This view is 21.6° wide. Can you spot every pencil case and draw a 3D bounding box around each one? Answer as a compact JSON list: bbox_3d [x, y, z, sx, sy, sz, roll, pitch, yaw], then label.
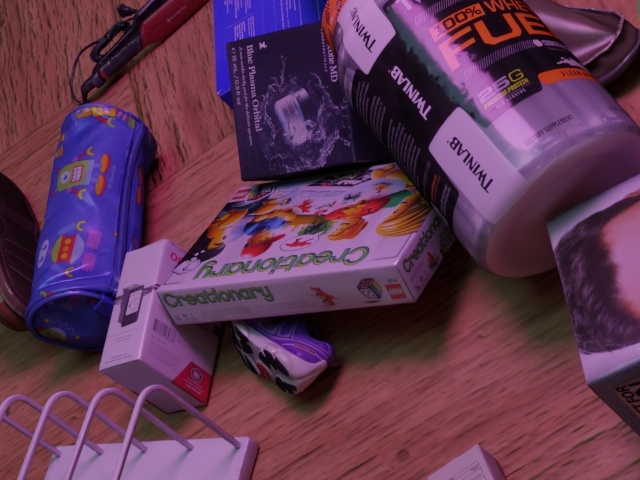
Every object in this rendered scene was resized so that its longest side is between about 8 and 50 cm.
[{"bbox_3d":[-0.259,-0.017,1.943,0.133,0.119,0.306,-21,47,29],"label":"pencil case"}]

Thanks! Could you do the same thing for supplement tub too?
[{"bbox_3d":[0.144,-0.134,1.581,0.193,0.193,0.316,-41,60,7],"label":"supplement tub"}]

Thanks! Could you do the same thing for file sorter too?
[{"bbox_3d":[-0.240,0.259,1.675,0.278,0.173,0.192,-8,54,37],"label":"file sorter"}]

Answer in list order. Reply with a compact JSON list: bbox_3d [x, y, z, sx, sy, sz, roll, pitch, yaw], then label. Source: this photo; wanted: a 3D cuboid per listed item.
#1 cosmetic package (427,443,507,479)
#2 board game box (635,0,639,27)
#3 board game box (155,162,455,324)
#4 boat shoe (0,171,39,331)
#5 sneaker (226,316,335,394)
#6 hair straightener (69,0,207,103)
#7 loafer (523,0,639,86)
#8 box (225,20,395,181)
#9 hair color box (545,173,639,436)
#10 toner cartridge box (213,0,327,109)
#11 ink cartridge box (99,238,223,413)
[{"bbox_3d":[0.143,0.242,1.463,0.060,0.041,0.115,-35,42,14],"label":"cosmetic package"},{"bbox_3d":[0.360,-0.187,1.610,0.092,0.043,0.181,-21,48,26],"label":"board game box"},{"bbox_3d":[0.000,0.000,1.713,0.305,0.053,0.193,-8,32,36],"label":"board game box"},{"bbox_3d":[-0.394,0.032,2.041,0.104,0.111,0.307,-43,31,11],"label":"boat shoe"},{"bbox_3d":[-0.041,0.104,1.724,0.071,0.068,0.170,-30,34,-21],"label":"sneaker"},{"bbox_3d":[-0.246,-0.269,2.194,0.230,0.047,0.089,-45,41,9],"label":"hair straightener"},{"bbox_3d":[0.205,-0.207,1.705,0.251,0.087,0.094,5,54,37],"label":"loafer"},{"bbox_3d":[-0.009,-0.150,1.806,0.158,0.093,0.155,-8,88,36],"label":"box"},{"bbox_3d":[0.389,-0.003,1.390,0.374,0.113,0.185,-28,45,22],"label":"hair color box"},{"bbox_3d":[-0.045,-0.312,2.025,0.165,0.075,0.347,-25,46,23],"label":"toner cartridge box"},{"bbox_3d":[-0.164,0.091,1.787,0.063,0.109,0.150,-18,49,36],"label":"ink cartridge box"}]
